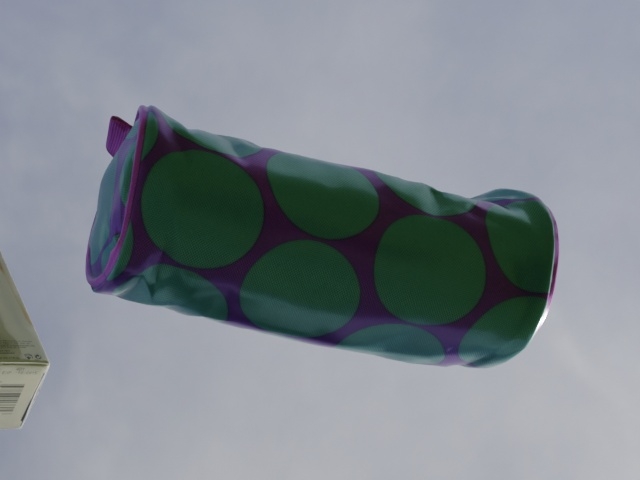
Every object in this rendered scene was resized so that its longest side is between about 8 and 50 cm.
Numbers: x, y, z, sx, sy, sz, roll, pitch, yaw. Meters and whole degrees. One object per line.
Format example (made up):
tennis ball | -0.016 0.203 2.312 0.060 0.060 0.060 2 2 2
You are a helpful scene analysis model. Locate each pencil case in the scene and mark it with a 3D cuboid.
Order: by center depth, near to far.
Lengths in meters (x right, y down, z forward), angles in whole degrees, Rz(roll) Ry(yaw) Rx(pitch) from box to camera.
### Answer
pencil case | 0.000 0.000 0.440 0.151 0.064 0.070 13 -136 -16

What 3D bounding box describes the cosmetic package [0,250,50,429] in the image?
cosmetic package | -0.214 0.059 0.821 0.041 0.060 0.115 5 -143 -37
